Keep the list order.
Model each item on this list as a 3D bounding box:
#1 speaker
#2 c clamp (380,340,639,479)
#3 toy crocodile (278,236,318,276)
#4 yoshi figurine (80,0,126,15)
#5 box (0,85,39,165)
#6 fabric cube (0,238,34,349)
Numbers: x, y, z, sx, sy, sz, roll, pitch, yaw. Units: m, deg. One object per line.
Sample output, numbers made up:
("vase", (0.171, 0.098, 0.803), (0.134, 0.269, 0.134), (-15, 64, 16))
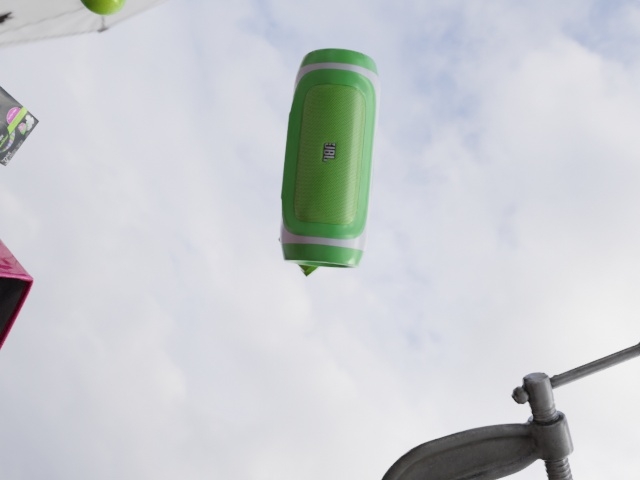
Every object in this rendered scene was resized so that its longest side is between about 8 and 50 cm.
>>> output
("speaker", (0.014, -0.113, 1.001), (0.131, 0.131, 0.296), (-1, -99, 49))
("c clamp", (0.093, 0.135, 0.305), (0.022, 0.137, 0.160), (-142, -138, -80))
("toy crocodile", (0.000, 0.000, 1.645), (0.105, 0.340, 0.115), (-38, -94, 21))
("yoshi figurine", (-0.546, -0.664, 1.646), (0.203, 0.203, 0.362), (-36, -120, 18))
("box", (-0.341, -0.126, 0.704), (0.052, 0.062, 0.083), (19, -20, 30))
("fabric cube", (-0.500, 0.057, 0.698), (0.258, 0.259, 0.254), (41, -74, 32))
